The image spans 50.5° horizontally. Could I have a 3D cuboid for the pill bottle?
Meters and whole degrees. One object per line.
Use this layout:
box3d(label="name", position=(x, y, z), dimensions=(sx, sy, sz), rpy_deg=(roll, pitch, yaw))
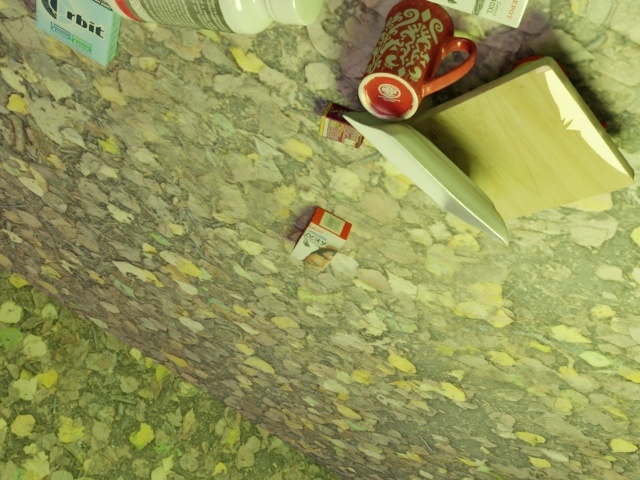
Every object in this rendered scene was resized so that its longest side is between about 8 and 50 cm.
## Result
box3d(label="pill bottle", position=(-0.159, -0.407, 1.022), dimensions=(0.318, 0.176, 0.176), rpy_deg=(13, 145, 19))

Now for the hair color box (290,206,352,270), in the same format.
box3d(label="hair color box", position=(0.000, 0.000, 1.597), dimensions=(0.093, 0.053, 0.167), rpy_deg=(27, 148, -4))

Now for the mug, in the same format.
box3d(label="mug", position=(0.140, -0.273, 1.019), dimensions=(0.150, 0.169, 0.113), rpy_deg=(-8, 134, 41))

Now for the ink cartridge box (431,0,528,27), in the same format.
box3d(label="ink cartridge box", position=(0.222, -0.371, 0.925), dimensions=(0.150, 0.063, 0.109), rpy_deg=(20, 147, 8))

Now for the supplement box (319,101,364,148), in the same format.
box3d(label="supplement box", position=(0.045, -0.216, 1.275), dimensions=(0.083, 0.043, 0.055), rpy_deg=(22, 146, 6))

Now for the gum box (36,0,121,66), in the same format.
box3d(label="gum box", position=(-0.463, -0.441, 1.298), dimensions=(0.157, 0.041, 0.184), rpy_deg=(30, 146, -7))

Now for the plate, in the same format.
box3d(label="plate", position=(0.176, -0.122, 1.135), dimensions=(0.278, 0.045, 0.277), rpy_deg=(39, -175, -19))

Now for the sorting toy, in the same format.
box3d(label="sorting toy", position=(0.333, -0.170, 1.108), dimensions=(0.257, 0.089, 0.255), rpy_deg=(43, 143, -24))
